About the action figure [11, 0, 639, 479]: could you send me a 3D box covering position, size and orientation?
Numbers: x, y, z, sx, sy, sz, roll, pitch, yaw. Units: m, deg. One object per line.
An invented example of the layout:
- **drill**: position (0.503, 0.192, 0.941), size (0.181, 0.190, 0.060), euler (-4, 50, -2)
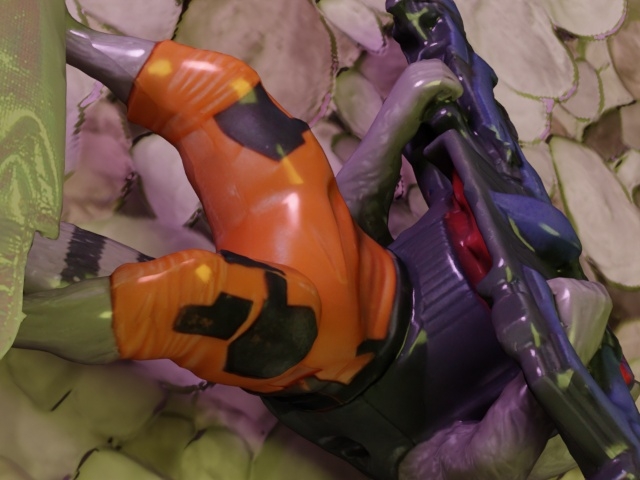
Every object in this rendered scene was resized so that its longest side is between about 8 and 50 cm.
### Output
- **action figure**: position (0.000, 0.000, 0.670), size (0.330, 0.178, 0.341), euler (31, 28, -23)

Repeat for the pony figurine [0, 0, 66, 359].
- **pony figurine**: position (-0.170, -0.172, 0.403), size (0.302, 0.363, 0.351), euler (16, 62, -25)
